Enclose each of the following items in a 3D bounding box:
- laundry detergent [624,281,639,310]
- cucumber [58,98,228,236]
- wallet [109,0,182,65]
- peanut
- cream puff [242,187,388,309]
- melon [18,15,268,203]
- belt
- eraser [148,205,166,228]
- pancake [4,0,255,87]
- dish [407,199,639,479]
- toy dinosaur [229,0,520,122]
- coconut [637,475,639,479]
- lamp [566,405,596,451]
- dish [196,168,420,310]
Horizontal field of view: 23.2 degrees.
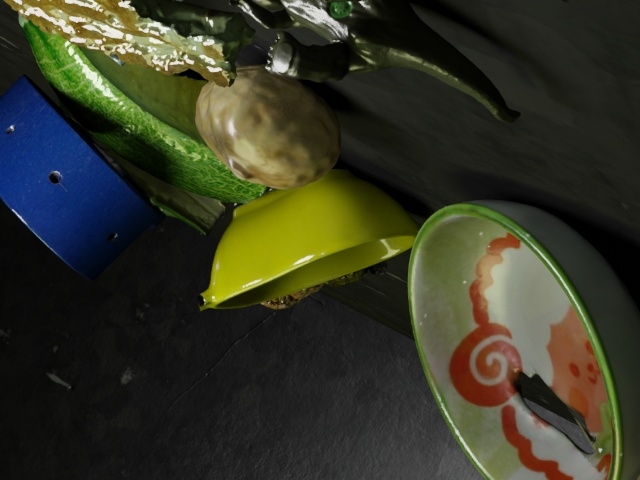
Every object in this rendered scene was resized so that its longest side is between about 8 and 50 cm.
[{"bbox_3d":[0.318,0.114,1.528,0.290,0.094,0.143,11,121,63],"label":"laundry detergent"},{"bbox_3d":[-0.239,-0.138,2.028,0.105,0.145,0.325,12,159,48],"label":"cucumber"},{"bbox_3d":[-0.270,-0.274,1.261,0.342,0.075,0.237,32,168,-12],"label":"wallet"},{"bbox_3d":[-0.050,-0.108,1.463,0.140,0.109,0.159,43,-178,-21],"label":"peanut"},{"bbox_3d":[0.000,0.000,1.972,0.169,0.183,0.183,1,165,17],"label":"cream puff"},{"bbox_3d":[-0.204,-0.154,1.722,0.323,0.124,0.196,30,167,-21],"label":"melon"},{"bbox_3d":[-0.292,-0.074,1.758,0.212,0.117,0.347,45,177,-22],"label":"belt"},{"bbox_3d":[-0.278,-0.107,2.320,0.101,0.155,0.332,27,174,8],"label":"eraser"},{"bbox_3d":[-0.201,-0.237,1.089,0.376,0.054,0.197,39,152,-8],"label":"pancake"},{"bbox_3d":[0.223,0.100,1.484,0.324,0.124,0.324,45,146,42],"label":"dish"},{"bbox_3d":[0.036,-0.155,1.044,0.179,0.087,0.187,-4,-143,-39],"label":"toy dinosaur"},{"bbox_3d":[0.453,0.280,1.606,0.259,0.259,0.259,29,174,3],"label":"coconut"},{"bbox_3d":[0.377,0.190,2.121,0.203,0.124,0.283,49,-179,10],"label":"lamp"},{"bbox_3d":[-0.021,-0.009,1.804,0.262,0.108,0.221,-22,171,23],"label":"dish"}]
